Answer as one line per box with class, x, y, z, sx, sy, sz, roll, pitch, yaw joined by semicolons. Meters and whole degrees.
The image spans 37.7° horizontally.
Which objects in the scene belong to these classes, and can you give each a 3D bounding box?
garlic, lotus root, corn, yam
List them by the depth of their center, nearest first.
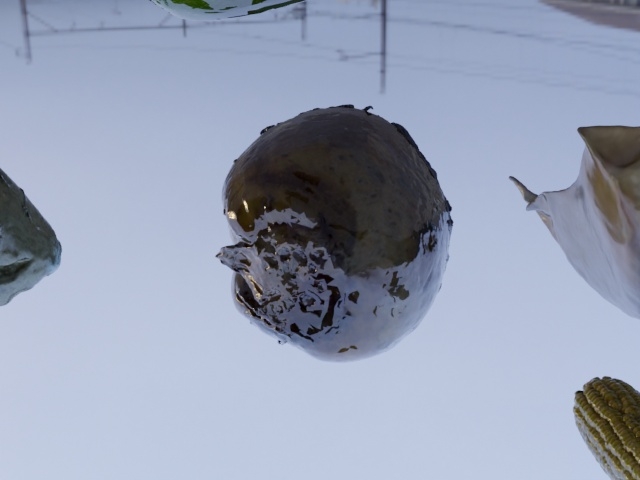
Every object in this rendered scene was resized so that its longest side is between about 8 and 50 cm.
yam;-0.157;-0.025;0.371;0.054;0.132;0.054;-16;-139;14
corn;0.303;0.199;0.897;0.080;0.080;0.238;-1;-164;-2
garlic;0.297;-0.028;0.911;0.151;0.196;0.338;-44;177;-1
lotus root;0.000;0.000;0.974;0.272;0.272;0.192;5;-163;17

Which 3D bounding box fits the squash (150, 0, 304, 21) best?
squash;0.063;-0.163;0.398;0.331;0.087;0.087;-12;-164;10
